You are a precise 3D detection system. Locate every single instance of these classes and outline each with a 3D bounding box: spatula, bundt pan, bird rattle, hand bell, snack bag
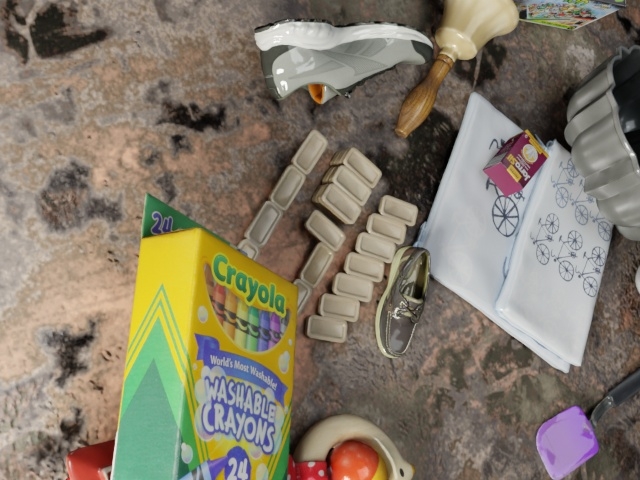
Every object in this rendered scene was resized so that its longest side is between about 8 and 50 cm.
[{"bbox_3d":[0.432,0.254,1.539,0.296,0.030,0.084,-29,94,-35],"label":"spatula"},{"bbox_3d":[0.503,-0.133,1.592,0.331,0.124,0.330,23,52,-34],"label":"bundt pan"},{"bbox_3d":[0.018,0.304,1.214,0.253,0.143,0.207,37,49,-8],"label":"bird rattle"},{"bbox_3d":[0.171,-0.248,1.444,0.126,0.126,0.242,39,72,-22],"label":"hand bell"},{"bbox_3d":[0.303,-0.022,1.509,0.342,0.037,0.323,35,62,-24],"label":"snack bag"}]

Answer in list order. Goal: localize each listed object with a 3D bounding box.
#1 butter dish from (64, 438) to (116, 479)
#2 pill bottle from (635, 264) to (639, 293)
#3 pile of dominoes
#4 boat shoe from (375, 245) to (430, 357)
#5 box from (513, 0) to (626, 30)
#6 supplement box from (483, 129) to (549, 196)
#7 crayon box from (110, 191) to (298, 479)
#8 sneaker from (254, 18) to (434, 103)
[{"bbox_3d":[-0.219,0.294,1.030,0.160,0.118,0.160,65,18,12],"label":"butter dish"},{"bbox_3d":[0.680,0.159,1.623,0.210,0.210,0.363,-41,104,-34],"label":"pill bottle"},{"bbox_3d":[0.000,0.000,1.308,0.196,0.040,0.251,40,68,-22],"label":"pile of dominoes"},{"bbox_3d":[0.111,0.079,1.334,0.056,0.049,0.152,13,80,-24],"label":"boat shoe"},{"bbox_3d":[0.364,-0.377,1.584,0.207,0.114,0.036,1,79,-34],"label":"box"},{"bbox_3d":[0.284,-0.113,1.473,0.055,0.043,0.083,48,59,-10],"label":"supplement box"},{"bbox_3d":[-0.111,0.125,1.074,0.203,0.083,0.323,35,52,-54],"label":"crayon box"},{"bbox_3d":[0.034,-0.237,1.345,0.272,0.100,0.108,-8,98,-32],"label":"sneaker"}]
